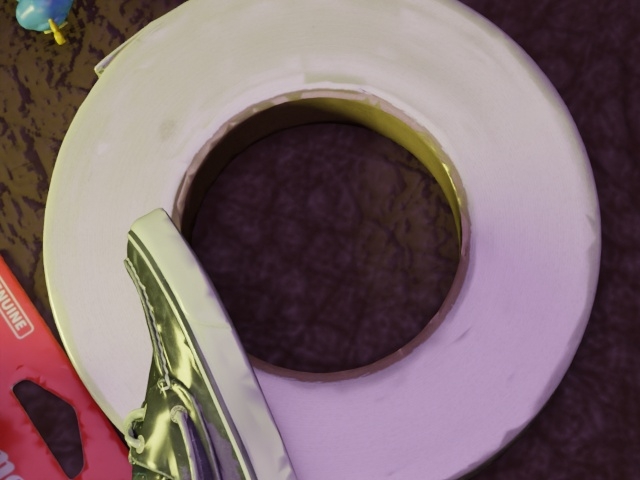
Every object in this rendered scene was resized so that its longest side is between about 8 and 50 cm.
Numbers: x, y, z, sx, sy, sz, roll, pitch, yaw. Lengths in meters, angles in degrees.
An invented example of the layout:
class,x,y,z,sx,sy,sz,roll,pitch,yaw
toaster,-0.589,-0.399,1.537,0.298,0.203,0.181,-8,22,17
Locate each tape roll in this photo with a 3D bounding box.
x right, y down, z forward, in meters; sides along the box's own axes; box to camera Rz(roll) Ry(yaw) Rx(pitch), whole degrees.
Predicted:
class,x,y,z,sx,sy,sz,roll,pitch,yaw
tape roll,0.000,0.000,1.378,0.392,0.072,0.392,-1,77,3

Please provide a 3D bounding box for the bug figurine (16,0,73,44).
class,x,y,z,sx,sy,sz,roll,pitch,yaw
bug figurine,-0.314,-0.190,1.434,0.279,0.072,0.216,-25,71,2

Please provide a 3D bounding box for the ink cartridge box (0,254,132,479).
class,x,y,z,sx,sy,sz,roll,pitch,yaw
ink cartridge box,-0.259,0.173,1.358,0.239,0.060,0.275,-34,78,-4

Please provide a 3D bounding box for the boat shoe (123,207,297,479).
class,x,y,z,sx,sy,sz,roll,pitch,yaw
boat shoe,-0.079,0.129,1.268,0.102,0.108,0.301,-22,85,-4
